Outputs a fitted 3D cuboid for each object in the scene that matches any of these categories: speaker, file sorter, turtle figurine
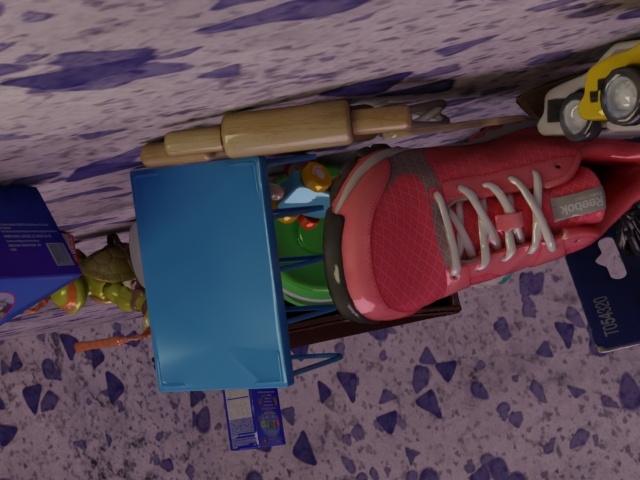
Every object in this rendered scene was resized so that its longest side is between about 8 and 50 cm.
[{"bbox_3d":[0.000,0.000,1.763,0.131,0.131,0.296,-12,177,-1],"label":"speaker"},{"bbox_3d":[-0.058,0.022,1.447,0.118,0.170,0.104,-5,-176,33],"label":"file sorter"},{"bbox_3d":[-0.202,0.033,1.948,0.217,0.087,0.269,-14,-160,-37],"label":"turtle figurine"}]

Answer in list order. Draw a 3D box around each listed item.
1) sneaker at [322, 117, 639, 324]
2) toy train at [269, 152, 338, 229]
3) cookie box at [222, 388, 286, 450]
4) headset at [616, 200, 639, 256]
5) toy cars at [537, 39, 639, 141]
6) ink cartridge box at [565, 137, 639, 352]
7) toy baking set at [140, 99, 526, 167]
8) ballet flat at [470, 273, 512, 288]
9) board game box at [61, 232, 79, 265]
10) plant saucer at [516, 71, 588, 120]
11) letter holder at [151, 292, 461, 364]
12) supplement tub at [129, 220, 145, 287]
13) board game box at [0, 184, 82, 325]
[{"bbox_3d":[0.125,-0.028,1.339,0.136,0.116,0.314,-2,-164,41],"label":"sneaker"},{"bbox_3d":[-0.053,-0.025,1.574,0.166,0.046,0.125,-11,147,-3],"label":"toy train"},{"bbox_3d":[-0.080,0.190,2.218,0.040,0.107,0.092,-10,173,18],"label":"cookie box"},{"bbox_3d":[0.433,-0.037,1.584,0.394,0.243,0.185,0,146,20],"label":"headset"},{"bbox_3d":[0.241,-0.109,1.183,0.177,0.087,0.394,0,180,0],"label":"toy cars"},{"bbox_3d":[0.394,-0.034,1.814,0.330,0.071,0.324,-12,-152,3],"label":"ink cartridge box"},{"bbox_3d":[0.008,-0.080,1.304,0.256,0.030,0.197,-6,-176,12],"label":"toy baking set"},{"bbox_3d":[0.164,-0.045,1.850,0.147,0.147,0.409,-11,174,-12],"label":"ballet flat"},{"bbox_3d":[-0.336,0.032,1.786,0.194,0.045,0.147,-12,177,3],"label":"board game box"},{"bbox_3d":[0.255,-0.115,1.493,0.199,0.036,0.198,-11,177,-1],"label":"plant saucer"},{"bbox_3d":[-0.035,0.040,2.117,0.302,0.152,0.214,-14,174,36],"label":"letter holder"},{"bbox_3d":[-0.127,0.005,1.863,0.107,0.071,0.071,-9,176,-23],"label":"supplement tub"},{"bbox_3d":[-0.340,0.051,1.269,0.233,0.078,0.347,-31,171,15],"label":"board game box"}]
